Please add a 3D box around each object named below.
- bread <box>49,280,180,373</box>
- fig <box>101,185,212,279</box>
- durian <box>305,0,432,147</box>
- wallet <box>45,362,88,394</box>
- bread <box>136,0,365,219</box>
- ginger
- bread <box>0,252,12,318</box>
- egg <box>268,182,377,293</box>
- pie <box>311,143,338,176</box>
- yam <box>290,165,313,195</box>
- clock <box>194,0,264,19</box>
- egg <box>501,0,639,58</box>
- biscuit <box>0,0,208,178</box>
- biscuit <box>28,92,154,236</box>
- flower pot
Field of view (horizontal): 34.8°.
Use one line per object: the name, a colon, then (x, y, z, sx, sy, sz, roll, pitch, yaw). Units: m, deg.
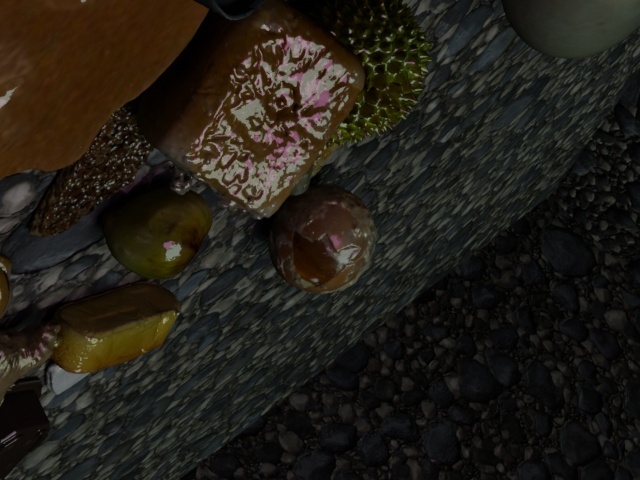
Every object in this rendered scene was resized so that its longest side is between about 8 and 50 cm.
bread: (-0.318, 0.130, 1.548, 0.245, 0.102, 0.094, -19, 145, -59)
fig: (-0.215, -0.009, 1.382, 0.136, 0.121, 0.153, -55, 161, 22)
durian: (0.033, -0.223, 1.330, 0.237, 0.176, 0.200, -35, 126, 6)
wallet: (-0.369, 0.185, 1.686, 0.183, 0.032, 0.124, -35, 165, -29)
bread: (-0.095, -0.158, 1.160, 0.195, 0.176, 0.246, 33, 94, -36)
ginger: (-0.452, 0.180, 1.386, 0.213, 0.074, 0.137, -39, 158, 11)
bread: (-0.429, 0.071, 1.145, 0.134, 0.081, 0.225, -47, 163, 8)
egg: (0.000, 0.000, 1.812, 0.195, 0.195, 0.233, -29, 172, -40)
pie: (-0.045, -0.160, 1.532, 0.274, 0.055, 0.274, -38, 158, -18)
yam: (-0.032, -0.124, 1.473, 0.054, 0.054, 0.132, -34, 156, -30)
clock: (-0.065, -0.317, 0.935, 0.226, 0.049, 0.226, -59, 164, -29)
egg: (0.411, -0.430, 1.567, 0.258, 0.258, 0.352, -33, 164, -32)
biscuit: (-0.239, -0.207, 0.895, 0.365, 0.062, 0.385, -50, 164, 2)
biscuit: (-0.257, -0.094, 1.235, 0.237, 0.026, 0.131, -53, 160, 28)
flower pot: (-0.524, 0.330, 1.591, 0.251, 0.084, 0.179, -47, 164, 13)
